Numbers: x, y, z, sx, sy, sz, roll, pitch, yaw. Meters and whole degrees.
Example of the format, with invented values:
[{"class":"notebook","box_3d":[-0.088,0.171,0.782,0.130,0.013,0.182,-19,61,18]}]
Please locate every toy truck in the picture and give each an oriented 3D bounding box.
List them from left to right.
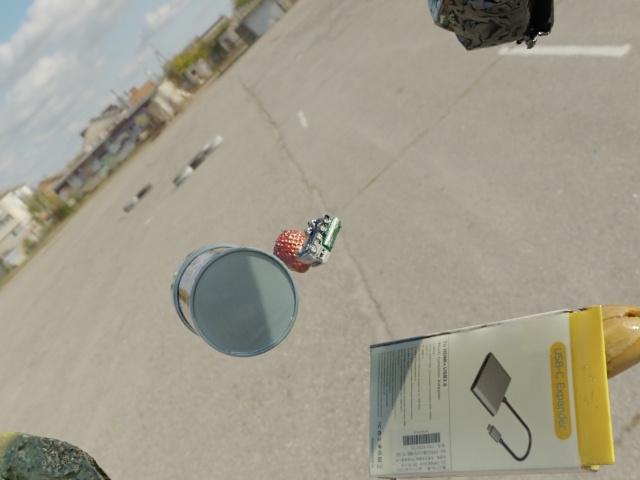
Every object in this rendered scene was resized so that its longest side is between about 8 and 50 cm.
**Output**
[{"class":"toy truck","box_3d":[0.000,0.000,1.172,0.039,0.044,0.083,-24,37,51]}]

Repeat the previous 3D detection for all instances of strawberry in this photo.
[{"class":"strawberry","box_3d":[-0.046,0.023,1.430,0.073,0.073,0.083,-41,41,12]}]

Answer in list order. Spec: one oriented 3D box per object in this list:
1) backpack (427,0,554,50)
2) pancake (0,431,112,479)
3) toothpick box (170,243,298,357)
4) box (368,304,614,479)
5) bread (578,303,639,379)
[{"class":"backpack","box_3d":[0.128,-0.237,0.638,0.106,0.165,0.120,-10,58,8]},{"class":"pancake","box_3d":[-0.274,0.300,0.712,0.253,0.253,0.037,-49,-1,-20]},{"class":"toothpick box","box_3d":[-0.088,0.053,0.792,0.101,0.101,0.153,-47,12,-11]},{"class":"box","box_3d":[0.140,0.138,0.705,0.247,0.033,0.129,-17,62,44]},{"class":"bread","box_3d":[0.360,0.140,1.095,0.189,0.077,0.114,-31,17,20]}]
